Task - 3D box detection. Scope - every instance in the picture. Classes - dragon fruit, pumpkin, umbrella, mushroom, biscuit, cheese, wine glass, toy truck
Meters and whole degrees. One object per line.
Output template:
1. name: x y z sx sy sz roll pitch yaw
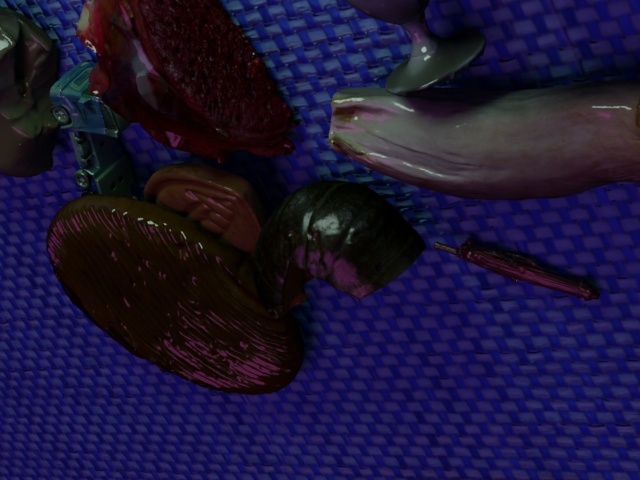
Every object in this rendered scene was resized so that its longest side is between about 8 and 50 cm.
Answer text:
1. dragon fruit: -0.157 -0.155 1.605 0.161 0.126 0.274 -17 113 47
2. pumpkin: 0.000 0.000 1.626 0.183 0.119 0.108 -20 114 42
3. umbrella: 0.182 0.025 1.569 0.165 0.025 0.027 19 117 23
4. mushroom: 0.165 -0.091 1.416 0.351 0.095 0.123 1 153 35
5. biscuit: -0.161 0.067 1.836 0.318 0.040 0.318 22 149 14
6. cheese: -0.349 -0.167 1.786 0.175 0.091 0.202 34 141 8
7. wine glass: 0.050 -0.233 1.384 0.103 0.103 0.222 -7 121 43
8. toy truck: -0.219 -0.097 1.760 0.081 0.067 0.175 13 133 30
9. biscuit: -0.117 -0.022 1.730 0.142 0.029 0.220 36 156 -6
